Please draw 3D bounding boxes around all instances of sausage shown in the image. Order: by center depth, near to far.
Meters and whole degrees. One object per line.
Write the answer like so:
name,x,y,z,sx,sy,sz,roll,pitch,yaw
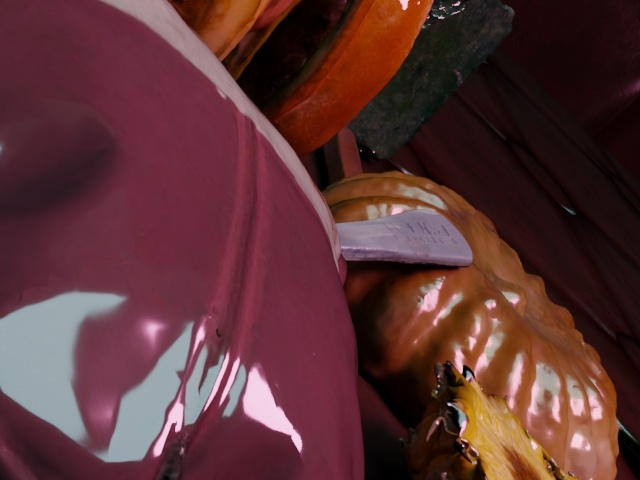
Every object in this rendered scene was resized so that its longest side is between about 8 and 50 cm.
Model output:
sausage,0.021,-0.060,1.499,0.030,0.035,0.147,46,16,-21

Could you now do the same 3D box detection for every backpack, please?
backpack,-0.096,0.040,0.604,0.283,0.197,0.317,42,20,-25

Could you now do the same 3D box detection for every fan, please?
fan,0.000,0.000,1.143,0.282,0.023,0.057,0,45,-46

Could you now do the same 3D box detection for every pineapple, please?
pineapple,0.118,0.178,1.084,0.225,0.076,0.225,46,16,-18

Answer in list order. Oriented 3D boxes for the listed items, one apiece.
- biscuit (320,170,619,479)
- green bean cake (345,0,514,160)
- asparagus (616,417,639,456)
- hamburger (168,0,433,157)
biscuit,0.117,0.067,1.329,0.325,0.107,0.326,41,19,-17
green bean cake,0.056,-0.194,1.612,0.193,0.208,0.107,32,19,-52
asparagus,0.270,0.159,1.685,0.166,0.013,0.016,48,56,4
hamburger,-0.072,-0.202,1.138,0.225,0.291,0.291,24,27,-39
